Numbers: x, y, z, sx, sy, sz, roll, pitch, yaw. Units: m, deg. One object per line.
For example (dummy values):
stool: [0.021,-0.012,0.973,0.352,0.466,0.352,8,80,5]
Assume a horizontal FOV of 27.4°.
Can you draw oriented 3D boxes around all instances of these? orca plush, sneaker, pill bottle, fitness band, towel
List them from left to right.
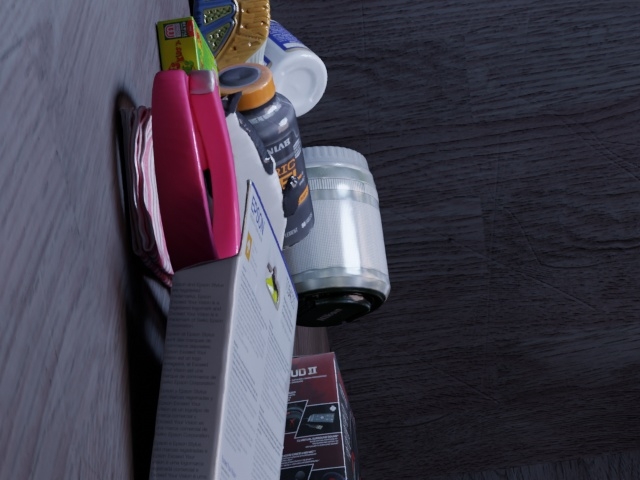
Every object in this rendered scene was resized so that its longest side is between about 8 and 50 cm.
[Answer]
towel: [-0.155,-0.036,1.270,0.197,0.029,0.144,70,13,-77]
fitness band: [-0.116,-0.041,1.290,0.291,0.054,0.209,80,5,-61]
orca plush: [-0.124,-0.072,1.593,0.102,0.151,0.287,36,-15,40]
sneaker: [-0.130,-0.264,1.885,0.131,0.111,0.297,-156,-121,-74]
pill bottle: [-0.088,-0.114,1.772,0.130,0.130,0.246,-94,174,-55]
pill bottle: [-0.082,-0.277,2.024,0.187,0.112,0.112,47,-24,43]

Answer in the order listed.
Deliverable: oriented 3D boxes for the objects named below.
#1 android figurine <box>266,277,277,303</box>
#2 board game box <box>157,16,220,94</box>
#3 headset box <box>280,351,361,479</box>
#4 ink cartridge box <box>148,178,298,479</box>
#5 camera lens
android figurine: [-0.091,0.086,1.930,0.273,0.056,0.248,-93,175,-76]
board game box: [-0.153,-0.194,1.569,0.181,0.043,0.092,65,17,-81]
headset box: [-0.007,0.307,1.786,0.218,0.110,0.293,75,8,-55]
ink cartridge box: [-0.086,0.155,1.228,0.324,0.071,0.330,73,19,-67]
camera lens: [0.000,0.000,2.284,0.219,0.219,0.274,74,9,-70]
